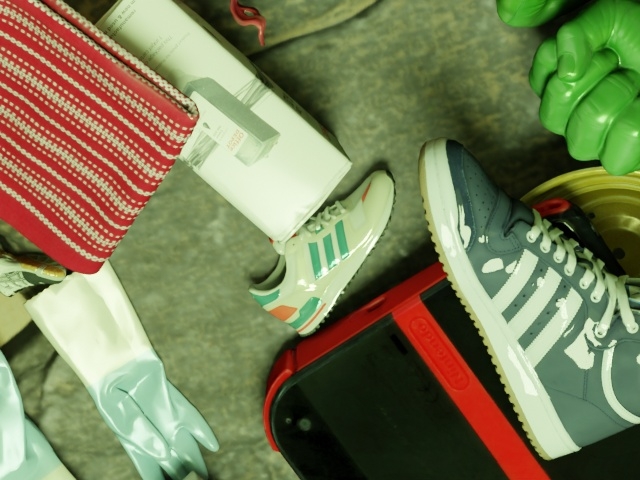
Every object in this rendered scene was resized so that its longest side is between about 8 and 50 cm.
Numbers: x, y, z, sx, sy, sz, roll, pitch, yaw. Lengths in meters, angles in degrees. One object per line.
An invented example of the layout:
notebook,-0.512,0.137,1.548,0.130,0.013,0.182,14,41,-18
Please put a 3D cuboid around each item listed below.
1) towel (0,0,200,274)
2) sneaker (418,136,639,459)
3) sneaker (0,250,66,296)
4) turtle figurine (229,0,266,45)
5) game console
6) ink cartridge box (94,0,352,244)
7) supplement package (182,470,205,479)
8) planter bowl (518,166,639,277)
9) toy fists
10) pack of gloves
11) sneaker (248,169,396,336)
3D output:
towel,-0.217,-0.085,1.142,0.199,0.275,0.031,37,54,-4
sneaker,0.188,0.027,1.109,0.153,0.099,0.282,-20,111,20
sneaker,-0.257,0.031,1.257,0.083,0.032,0.037,9,107,14
turtle figurine,-0.010,-0.252,1.179,0.234,0.118,0.175,-18,60,-1
game console,0.171,0.195,1.256,0.342,0.060,0.386,-33,101,18
ink cartridge box,-0.085,-0.108,1.175,0.218,0.158,0.092,43,95,-10
supplement package,-0.135,0.380,1.238,0.293,0.177,0.175,-44,118,6
planter bowl,0.249,0.026,1.238,0.217,0.090,0.217,5,113,12
toy fists,0.216,-0.184,1.167,0.142,0.096,0.279,-22,75,1
pack of gloves,-0.215,0.159,1.288,0.195,0.046,0.232,-32,101,-11
sneaker,0.000,0.000,1.251,0.075,0.057,0.161,31,101,-13
